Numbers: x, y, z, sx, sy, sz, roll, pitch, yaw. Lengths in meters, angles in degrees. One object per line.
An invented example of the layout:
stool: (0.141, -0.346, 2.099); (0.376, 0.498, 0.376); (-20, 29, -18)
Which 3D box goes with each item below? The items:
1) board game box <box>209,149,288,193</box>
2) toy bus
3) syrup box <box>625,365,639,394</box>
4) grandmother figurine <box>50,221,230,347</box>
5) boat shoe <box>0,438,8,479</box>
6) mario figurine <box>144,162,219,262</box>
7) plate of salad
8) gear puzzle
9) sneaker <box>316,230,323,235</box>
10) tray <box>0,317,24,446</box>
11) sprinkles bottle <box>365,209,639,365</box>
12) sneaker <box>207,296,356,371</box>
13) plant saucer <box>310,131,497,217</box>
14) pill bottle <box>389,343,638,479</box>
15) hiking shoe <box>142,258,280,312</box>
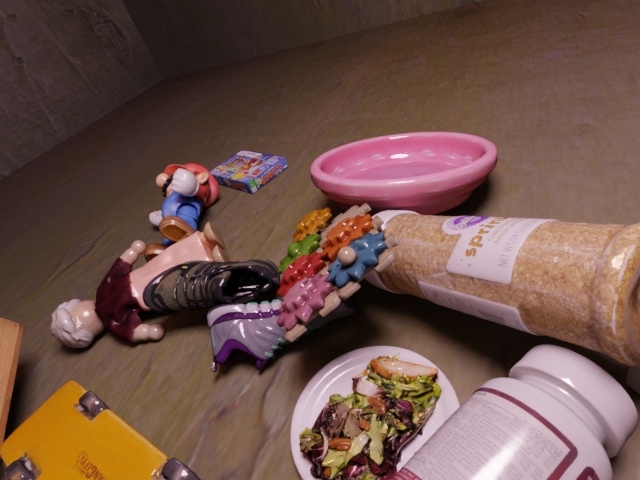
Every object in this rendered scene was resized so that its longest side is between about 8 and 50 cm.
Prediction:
board game box: (-0.202, -0.195, 1.142); (0.201, 0.035, 0.136); (20, 52, 44)
toy bus: (-0.228, 0.269, 0.453); (0.332, 0.130, 0.108); (10, 45, 37)
syrup box: (0.423, 0.084, 0.387); (0.236, 0.093, 0.096); (-26, 34, -7)
grandmother figurine: (-0.333, 0.099, 0.769); (0.342, 0.104, 0.208); (-26, 49, -3)
boat shoe: (-0.386, 0.342, 0.514); (0.206, 0.075, 0.065); (32, 92, 47)
mario figurine: (-0.348, -0.087, 0.963); (0.197, 0.170, 0.321); (-19, 36, 7)
plate of salad: (0.056, 0.197, 0.472); (0.199, 0.048, 0.200); (-14, 36, 10)
gear puzzle: (0.000, 0.000, 0.607); (0.175, 0.044, 0.339); (-39, 17, 7)
sneaker: (-0.016, 0.020, 0.756); (0.057, 0.047, 0.119); (3, 42, 14)
tray: (-0.506, 0.298, 0.552); (0.203, 0.076, 0.411); (-51, 39, 3)
sprinkles bottle: (0.185, 0.029, 0.484); (0.121, 0.121, 0.355); (-37, 21, -21)
sneaker: (-0.054, 0.137, 0.611); (0.223, 0.083, 0.098); (-9, 69, 7)
plant saucer: (0.149, -0.125, 0.771); (0.331, 0.084, 0.332); (-7, 25, 3)
pill bottle: (0.158, 0.198, 0.352); (0.221, 0.121, 0.121); (-35, 37, -20)
hiking shoe: (-0.177, 0.068, 0.668); (0.226, 0.086, 0.114); (-11, -3, -8)
